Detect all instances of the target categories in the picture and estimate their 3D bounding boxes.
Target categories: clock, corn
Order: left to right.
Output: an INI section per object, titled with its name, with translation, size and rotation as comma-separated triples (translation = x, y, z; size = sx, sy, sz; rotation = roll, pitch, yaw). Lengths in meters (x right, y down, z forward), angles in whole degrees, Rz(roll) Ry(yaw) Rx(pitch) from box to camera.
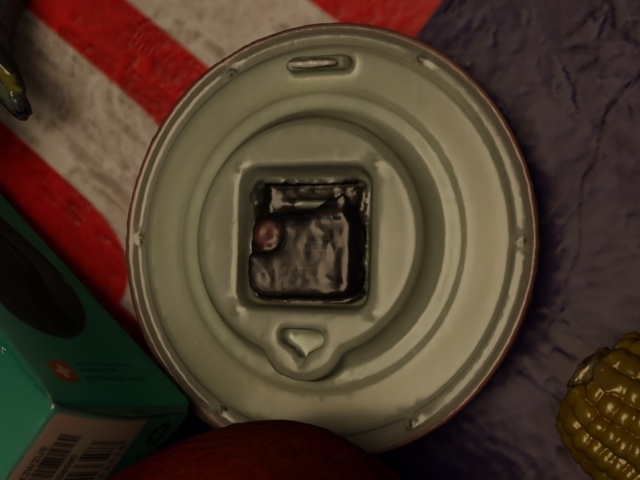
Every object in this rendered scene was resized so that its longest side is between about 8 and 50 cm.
[clock]
translation = 0.000, 0.000, 0.628
size = 0.244, 0.056, 0.244
rotation = -1, 88, 21
[corn]
translation = 0.211, 0.135, 0.529
size = 0.231, 0.080, 0.080
rotation = 42, 102, 17

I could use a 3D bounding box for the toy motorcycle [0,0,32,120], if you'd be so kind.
[toy motorcycle]
translation = -0.236, -0.138, 0.709
size = 0.124, 0.061, 0.193
rotation = -29, 61, -13

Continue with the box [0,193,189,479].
[box]
translation = -0.252, 0.070, 0.666
size = 0.311, 0.118, 0.205
rotation = 44, 101, 27

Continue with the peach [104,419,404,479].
[peach]
translation = -0.045, 0.225, 0.536
size = 0.281, 0.238, 0.281
rotation = -31, 33, 22
